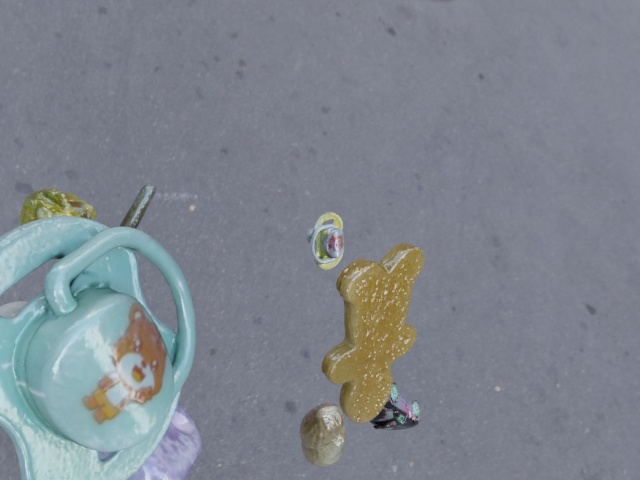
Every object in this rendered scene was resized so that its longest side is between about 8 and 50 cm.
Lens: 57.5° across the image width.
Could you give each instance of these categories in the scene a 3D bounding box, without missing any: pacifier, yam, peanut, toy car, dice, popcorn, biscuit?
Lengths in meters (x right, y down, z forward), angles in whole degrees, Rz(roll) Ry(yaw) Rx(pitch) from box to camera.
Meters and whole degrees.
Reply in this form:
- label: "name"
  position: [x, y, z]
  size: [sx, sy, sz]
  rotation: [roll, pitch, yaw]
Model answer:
- label: "pacifier"
  position: [0.000, 0.000, 0.831]
  size: [0.068, 0.064, 0.084]
  rotation: [-18, 111, -38]
- label: "pacifier"
  position: [-0.303, 0.124, 0.698]
  size: [0.288, 0.269, 0.344]
  rotation: [-45, 133, -42]
- label: "yam"
  position: [-0.237, -0.019, 0.724]
  size: [0.021, 0.021, 0.116]
  rotation: [28, 80, -13]
- label: "peanut"
  position: [0.006, 0.417, 1.258]
  size: [0.104, 0.228, 0.086]
  rotation: [-17, 51, -9]
- label: "toy car"
  position: [0.095, 0.249, 0.854]
  size: [0.142, 0.069, 0.055]
  rotation: [45, 38, -46]
- label: "dice"
  position: [-0.442, 0.475, 1.261]
  size: [0.271, 0.270, 0.270]
  rotation: [40, 7, -2]
- label: "popcorn"
  position: [-0.410, -0.030, 0.911]
  size: [0.121, 0.116, 0.106]
  rotation: [-51, 127, -45]
- label: "biscuit"
  position: [0.063, 0.122, 0.731]
  size: [0.158, 0.241, 0.035]
  rotation: [-10, 26, -39]
